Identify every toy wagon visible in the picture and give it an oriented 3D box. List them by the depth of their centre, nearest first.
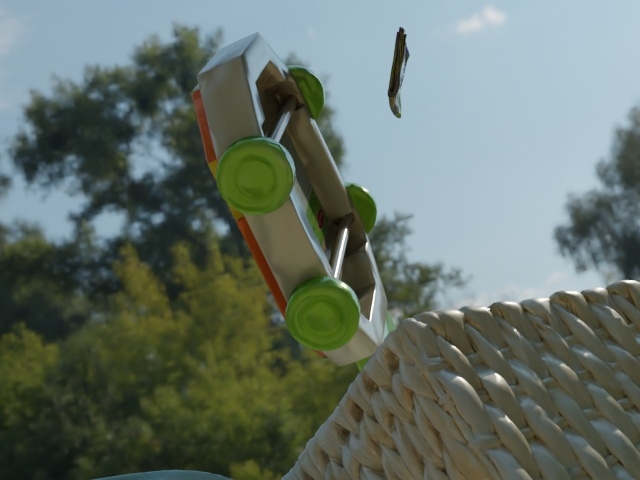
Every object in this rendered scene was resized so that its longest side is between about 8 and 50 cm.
[{"bbox_3d":[0.000,0.000,1.059,0.068,0.344,0.267,-21,16,13],"label":"toy wagon"}]

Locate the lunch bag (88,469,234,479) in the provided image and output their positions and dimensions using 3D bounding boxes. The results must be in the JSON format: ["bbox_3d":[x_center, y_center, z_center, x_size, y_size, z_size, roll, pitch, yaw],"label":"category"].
[{"bbox_3d":[-0.137,0.261,0.802,0.262,0.160,0.223,-7,22,11],"label":"lunch bag"}]

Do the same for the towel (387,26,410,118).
[{"bbox_3d":[0.065,-0.137,1.057,0.009,0.060,0.083,7,-8,7],"label":"towel"}]

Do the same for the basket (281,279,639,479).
[{"bbox_3d":[0.185,0.224,0.901,0.328,0.331,0.266,-7,-40,-36],"label":"basket"}]
